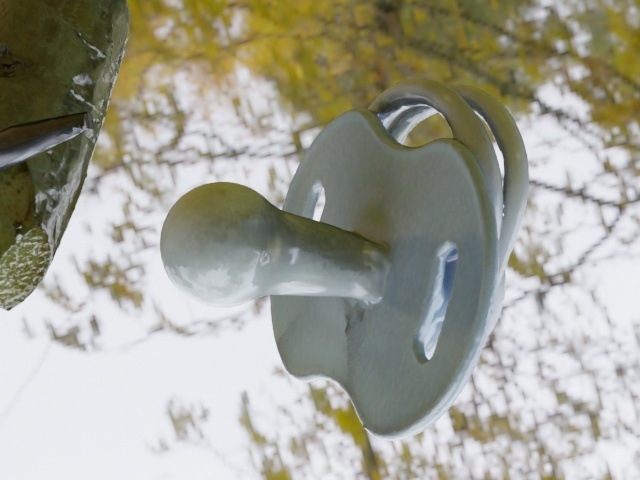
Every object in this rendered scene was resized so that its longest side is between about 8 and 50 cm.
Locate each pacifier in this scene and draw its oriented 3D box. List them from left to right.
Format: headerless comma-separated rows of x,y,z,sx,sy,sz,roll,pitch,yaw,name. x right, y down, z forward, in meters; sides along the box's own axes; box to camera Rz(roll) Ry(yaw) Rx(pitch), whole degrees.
0.000,0.000,1.084,0.233,0.244,0.299,5,-169,-29,pacifier

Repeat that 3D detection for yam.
-0.128,-0.048,0.654,0.070,0.070,0.146,-7,-125,34,yam

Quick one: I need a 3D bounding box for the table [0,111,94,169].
-0.223,0.098,0.572,0.249,0.317,0.317,-2,-162,22,table
